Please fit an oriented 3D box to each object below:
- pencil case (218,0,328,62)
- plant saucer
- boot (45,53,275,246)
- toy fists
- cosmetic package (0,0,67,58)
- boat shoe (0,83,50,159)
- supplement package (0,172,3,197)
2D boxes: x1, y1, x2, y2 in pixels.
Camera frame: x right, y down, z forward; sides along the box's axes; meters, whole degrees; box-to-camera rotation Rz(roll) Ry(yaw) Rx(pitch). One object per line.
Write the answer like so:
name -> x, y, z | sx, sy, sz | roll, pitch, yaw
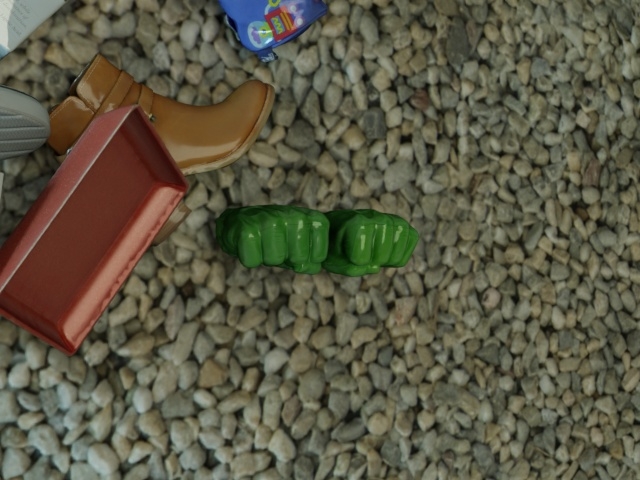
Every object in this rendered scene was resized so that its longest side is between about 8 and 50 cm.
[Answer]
pencil case -> -0.116, -0.390, 1.461 | 0.306, 0.133, 0.119 | 57, 23, -17
plant saucer -> -0.263, -0.012, 1.249 | 0.048, 0.258, 0.259 | 31, 78, 14
boot -> -0.210, -0.161, 1.427 | 0.220, 0.109, 0.283 | 45, 77, -17
toy fists -> 0.000, 0.000, 1.507 | 0.279, 0.142, 0.096 | 3, 88, -29
cosmetic package -> -0.347, -0.337, 1.350 | 0.117, 0.085, 0.231 | 47, 70, -20
boat shoe -> -0.474, -0.172, 1.253 | 0.335, 0.121, 0.119 | 5, 53, -31
supplement package -> -0.476, 0.012, 1.172 | 0.198, 0.263, 0.199 | 10, 85, -29
